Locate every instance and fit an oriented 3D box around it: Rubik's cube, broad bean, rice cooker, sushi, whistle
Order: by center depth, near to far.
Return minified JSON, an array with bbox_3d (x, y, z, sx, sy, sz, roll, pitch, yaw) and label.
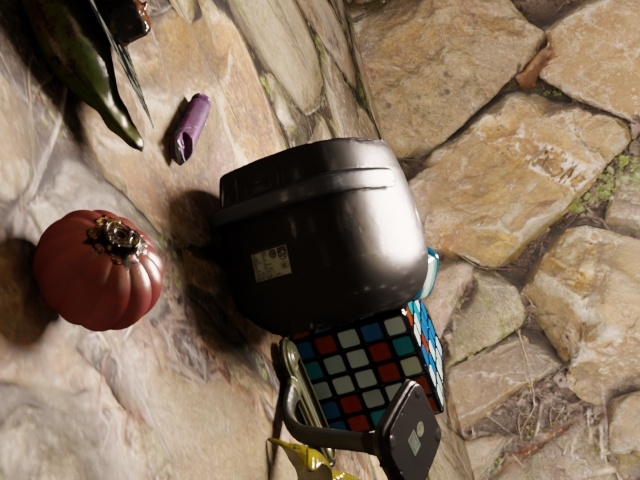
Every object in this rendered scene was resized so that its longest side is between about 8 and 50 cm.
[{"bbox_3d":[-0.252,-0.230,0.926,0.077,0.061,0.339,-107,175,-70],"label":"broad bean"},{"bbox_3d":[-0.208,-0.260,1.010,0.231,0.047,0.220,-116,-177,-47],"label":"sushi"},{"bbox_3d":[-0.164,-0.144,1.254,0.176,0.033,0.033,-82,152,-62],"label":"whistle"},{"bbox_3d":[0.000,0.000,1.257,0.267,0.267,0.224,11,66,-76],"label":"rice cooker"},{"bbox_3d":[0.074,0.165,1.500,0.182,0.187,0.184,-76,143,-66],"label":"Rubik's cube"}]

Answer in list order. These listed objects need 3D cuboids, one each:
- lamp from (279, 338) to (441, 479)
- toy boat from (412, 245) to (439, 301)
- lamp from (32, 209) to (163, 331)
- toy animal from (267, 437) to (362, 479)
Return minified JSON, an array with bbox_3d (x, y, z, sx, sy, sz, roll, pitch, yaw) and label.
[{"bbox_3d":[0.040,0.258,1.284,0.124,0.283,0.203,-44,123,-28],"label":"lamp"},{"bbox_3d":[0.026,0.005,1.430,0.061,0.299,0.096,-30,135,-50],"label":"toy boat"},{"bbox_3d":[-0.181,0.024,0.812,0.107,0.092,0.107,23,38,-19],"label":"lamp"},{"bbox_3d":[-0.019,0.293,1.164,0.095,0.155,0.219,-62,149,-15],"label":"toy animal"}]
